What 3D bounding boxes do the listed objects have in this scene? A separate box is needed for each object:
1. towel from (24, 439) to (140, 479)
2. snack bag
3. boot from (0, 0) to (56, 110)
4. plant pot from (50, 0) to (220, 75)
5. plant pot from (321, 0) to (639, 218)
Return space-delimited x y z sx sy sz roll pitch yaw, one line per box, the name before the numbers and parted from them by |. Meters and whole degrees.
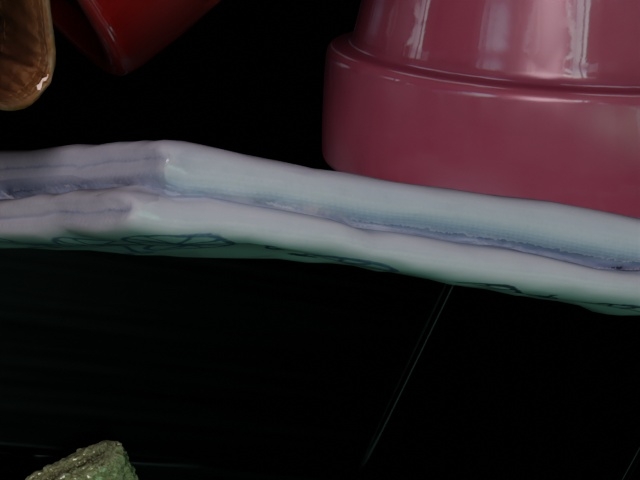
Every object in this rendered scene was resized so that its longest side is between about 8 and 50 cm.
towel | -0.148 0.168 0.922 0.148 0.027 0.110 -30 130 -8
snack bag | 0.000 0.000 0.710 0.323 0.342 0.037 8 88 -31
boot | -0.169 -0.095 0.569 0.109 0.220 0.283 -61 161 -21
plant pot | -0.064 -0.179 0.634 0.174 0.191 0.191 -38 132 -8
plant pot | 0.104 -0.116 0.784 0.201 0.201 0.180 -5 107 -28
